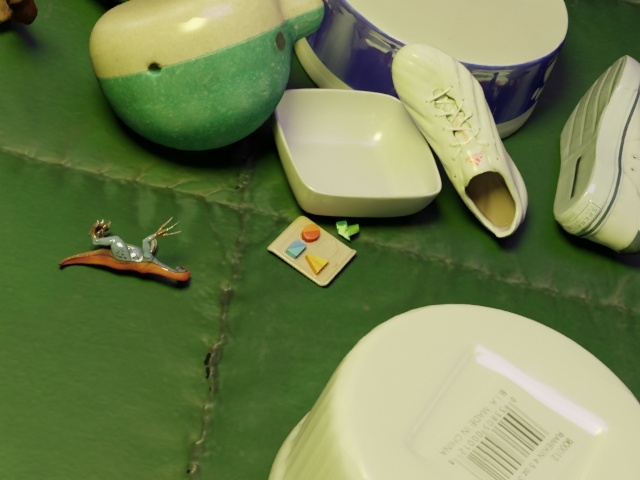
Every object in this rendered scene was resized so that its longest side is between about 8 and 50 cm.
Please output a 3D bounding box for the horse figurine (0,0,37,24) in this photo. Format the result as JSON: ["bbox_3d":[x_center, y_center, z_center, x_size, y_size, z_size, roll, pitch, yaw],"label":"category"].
[{"bbox_3d":[-0.329,-0.270,1.257,0.066,0.174,0.263,-43,68,-2],"label":"horse figurine"}]

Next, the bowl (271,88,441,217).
[{"bbox_3d":[0.026,-0.072,1.251,0.142,0.053,0.142,-1,48,-22],"label":"bowl"}]

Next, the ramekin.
[{"bbox_3d":[0.110,0.175,0.979,0.277,0.135,0.277,11,44,-11],"label":"ramekin"}]

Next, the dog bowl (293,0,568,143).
[{"bbox_3d":[0.110,-0.220,1.395,0.265,0.104,0.265,11,44,-11],"label":"dog bowl"}]

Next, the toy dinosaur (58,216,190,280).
[{"bbox_3d":[-0.149,0.017,1.118,0.082,0.047,0.090,42,79,8],"label":"toy dinosaur"}]

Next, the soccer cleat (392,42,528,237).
[{"bbox_3d":[0.129,-0.090,1.242,0.196,0.068,0.076,55,20,-17],"label":"soccer cleat"}]

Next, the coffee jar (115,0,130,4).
[{"bbox_3d":[-0.208,-0.287,1.325,0.184,0.079,0.096,32,44,33],"label":"coffee jar"}]

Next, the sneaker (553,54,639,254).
[{"bbox_3d":[0.290,-0.079,1.353,0.091,0.094,0.258,35,46,-12],"label":"sneaker"}]

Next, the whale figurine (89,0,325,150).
[{"bbox_3d":[-0.090,-0.167,1.252,0.216,0.141,0.272,-11,15,21],"label":"whale figurine"}]

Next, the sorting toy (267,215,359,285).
[{"bbox_3d":[0.000,0.000,1.198,0.062,0.012,0.083,32,44,11],"label":"sorting toy"}]
